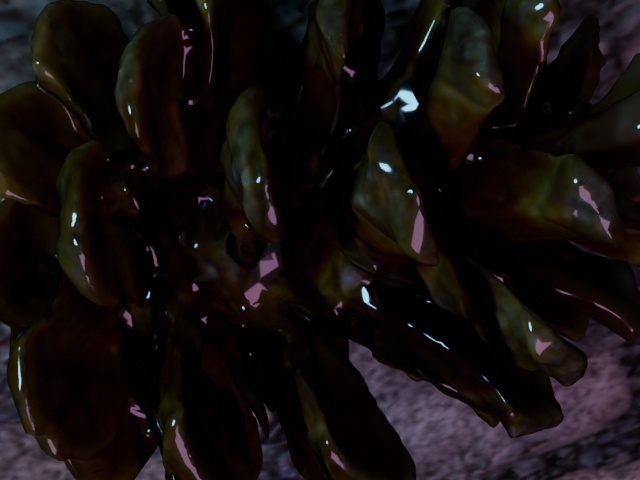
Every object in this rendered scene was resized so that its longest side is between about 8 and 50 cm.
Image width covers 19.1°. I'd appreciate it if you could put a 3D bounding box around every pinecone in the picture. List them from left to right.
[{"bbox_3d":[0.000,0.000,0.767,0.309,0.244,0.244,-10,146,30],"label":"pinecone"}]
